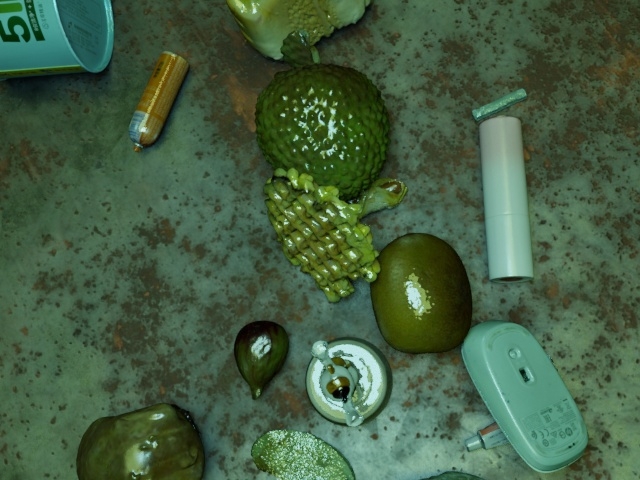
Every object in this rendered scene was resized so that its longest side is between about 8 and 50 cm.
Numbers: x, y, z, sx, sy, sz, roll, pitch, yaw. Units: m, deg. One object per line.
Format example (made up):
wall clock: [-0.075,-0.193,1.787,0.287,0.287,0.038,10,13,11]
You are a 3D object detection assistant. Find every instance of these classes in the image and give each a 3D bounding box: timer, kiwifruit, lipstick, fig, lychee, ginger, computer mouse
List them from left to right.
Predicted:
ginger: [-0.350,0.421,1.194,0.269,0.223,0.201,-14,80,1]
fig: [-0.118,0.237,1.261,0.109,0.103,0.155,-14,67,26]
lychee: [0.000,-0.230,1.267,0.270,0.270,0.320,-40,59,-3]
timer: [0.041,0.254,1.153,0.175,0.266,0.176,-2,77,7]
kiwifruit: [0.190,0.098,1.209,0.195,0.196,0.234,-6,74,6]
lipstick: [0.371,-0.082,1.277,0.087,0.087,0.327,-2,78,6]
computer mouse: [0.368,0.283,1.183,0.159,0.097,0.289,-14,67,-27]

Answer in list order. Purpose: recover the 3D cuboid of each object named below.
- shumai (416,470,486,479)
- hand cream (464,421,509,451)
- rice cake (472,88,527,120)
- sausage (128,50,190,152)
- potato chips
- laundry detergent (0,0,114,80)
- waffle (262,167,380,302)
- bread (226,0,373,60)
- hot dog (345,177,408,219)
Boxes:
shumai: [0.218,0.603,1.125,0.309,0.304,0.264,18,115,9]
hand cream: [0.376,0.352,1.214,0.216,0.038,0.053,-20,100,-3]
rice cake: [0.381,-0.289,1.355,0.121,0.021,0.022,-24,66,2]
sausage: [-0.369,-0.306,1.425,0.071,0.071,0.234,20,80,11]
potato chips: [-0.036,0.445,1.247,0.209,0.026,0.143,-2,75,4]
laundry detergent: [-0.654,-0.500,1.391,0.304,0.287,0.288,-3,78,6]
waffle: [0.001,-0.006,1.207,0.281,0.301,0.058,40,62,20]
bread: [-0.064,-0.566,1.355,0.315,0.270,0.212,-30,62,6]
hot dog: [0.101,-0.091,1.326,0.168,0.061,0.078,-22,75,2]
